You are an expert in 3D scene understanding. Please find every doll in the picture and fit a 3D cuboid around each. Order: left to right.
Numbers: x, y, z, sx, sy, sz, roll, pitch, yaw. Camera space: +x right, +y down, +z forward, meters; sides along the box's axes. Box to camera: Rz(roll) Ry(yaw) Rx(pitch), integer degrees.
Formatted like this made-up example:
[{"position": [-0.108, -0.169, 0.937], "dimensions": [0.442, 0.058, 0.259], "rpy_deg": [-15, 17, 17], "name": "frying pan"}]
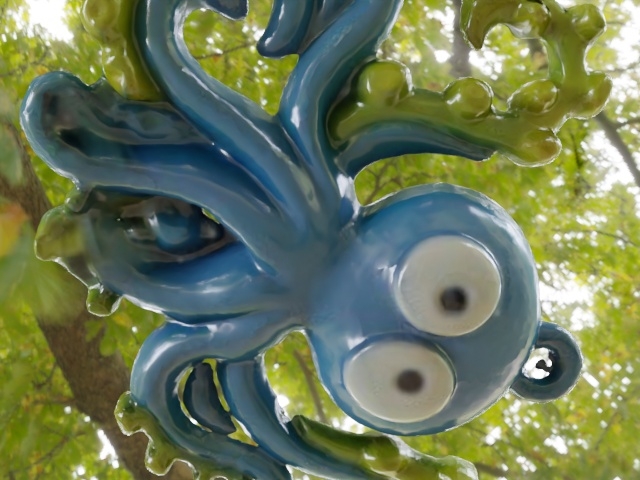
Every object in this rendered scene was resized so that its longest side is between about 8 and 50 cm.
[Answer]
[{"position": [0.000, 0.000, 0.410], "dimensions": [0.341, 0.099, 0.346], "rpy_deg": [23, -81, -9], "name": "doll"}]
